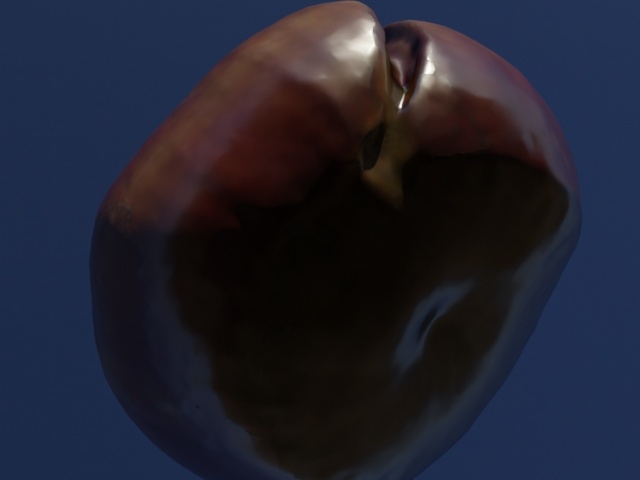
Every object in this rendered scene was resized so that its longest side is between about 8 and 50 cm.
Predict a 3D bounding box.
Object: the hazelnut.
[{"bbox_3d":[0.000,0.000,1.289,0.359,0.359,0.409,45,-109,-20],"label":"hazelnut"}]
